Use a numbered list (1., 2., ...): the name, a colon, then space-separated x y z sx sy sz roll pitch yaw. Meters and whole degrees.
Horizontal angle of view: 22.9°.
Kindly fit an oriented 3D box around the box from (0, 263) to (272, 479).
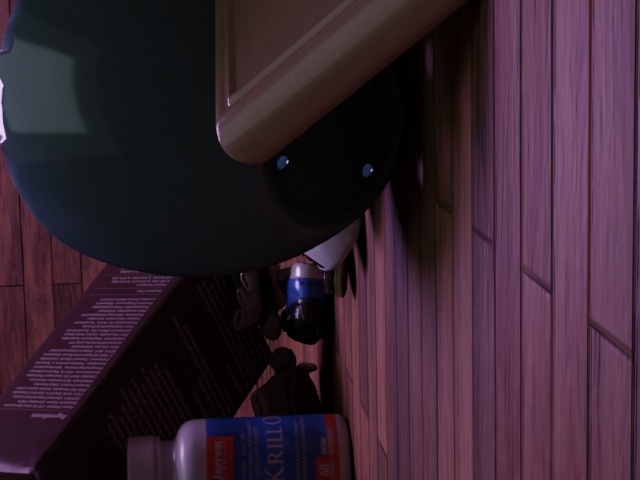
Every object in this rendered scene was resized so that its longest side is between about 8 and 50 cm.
1. box: -0.217 0.183 1.729 0.381 0.143 0.191 -56 -47 -43

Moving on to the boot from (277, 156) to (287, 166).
1. boot: 0.002 -0.146 1.396 0.115 0.112 0.305 -47 31 38

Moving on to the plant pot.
1. plant pot: -0.054 -0.097 1.122 0.195 0.290 0.290 21 119 44

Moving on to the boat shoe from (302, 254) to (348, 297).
1. boat shoe: 0.000 0.000 1.540 0.152 0.049 0.056 -95 3 -51

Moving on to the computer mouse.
1. computer mouse: -0.012 -0.030 1.468 0.106 0.042 0.193 -60 22 6

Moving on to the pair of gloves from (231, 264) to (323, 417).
1. pair of gloves: -0.047 0.121 1.814 0.204 0.042 0.240 8 -113 -76

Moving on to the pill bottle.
1. pill bottle: -0.082 0.240 1.601 0.124 0.222 0.124 178 90 -84

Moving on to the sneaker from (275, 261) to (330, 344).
1. sneaker: -0.021 0.075 1.765 0.152 0.058 0.084 148 128 -77

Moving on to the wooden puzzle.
1. wooden puzzle: 0.009 -0.191 0.945 0.221 0.044 0.238 -36 50 41
